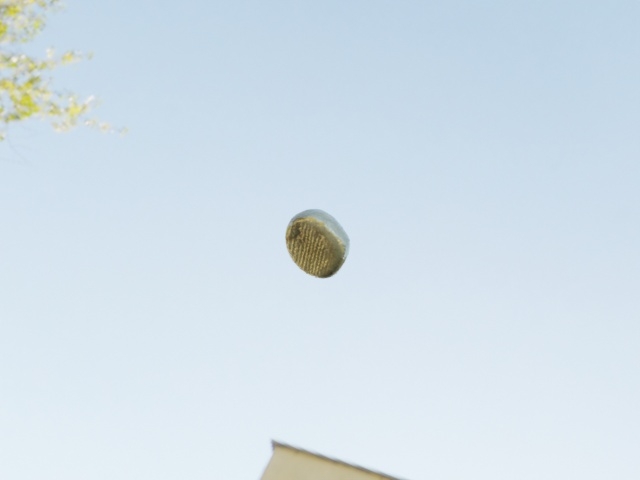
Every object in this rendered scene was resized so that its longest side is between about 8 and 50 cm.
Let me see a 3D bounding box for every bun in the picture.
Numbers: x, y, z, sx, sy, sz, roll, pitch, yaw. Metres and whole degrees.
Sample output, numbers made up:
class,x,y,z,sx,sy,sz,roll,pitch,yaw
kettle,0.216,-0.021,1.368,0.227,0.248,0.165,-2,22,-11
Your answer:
class,x,y,z,sx,sy,sz,roll,pitch,yaw
bun,0.000,0.000,1.004,0.086,0.055,0.086,19,-54,28
